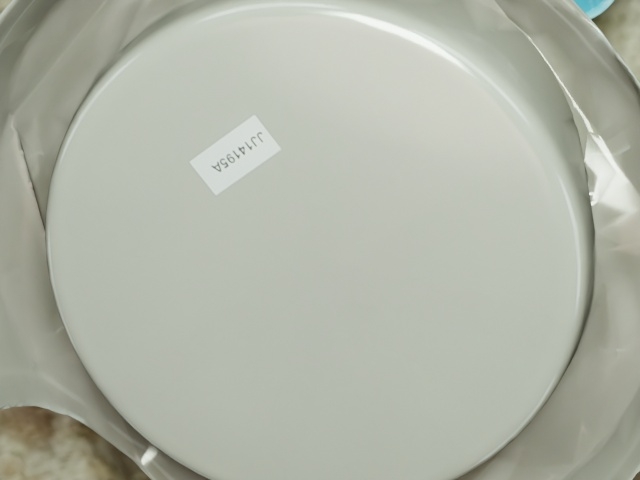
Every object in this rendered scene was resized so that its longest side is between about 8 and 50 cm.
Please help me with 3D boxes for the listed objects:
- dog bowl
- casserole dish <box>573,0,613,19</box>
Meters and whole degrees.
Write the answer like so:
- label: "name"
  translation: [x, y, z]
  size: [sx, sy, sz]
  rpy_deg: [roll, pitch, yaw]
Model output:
- label: "dog bowl"
  translation: [0.000, 0.000, 0.726]
  size: [0.349, 0.102, 0.348]
  rpy_deg: [3, 111, 9]
- label: "casserole dish"
  translation: [0.072, -0.173, 0.724]
  size: [0.188, 0.037, 0.114]
  rpy_deg: [17, 112, 3]
